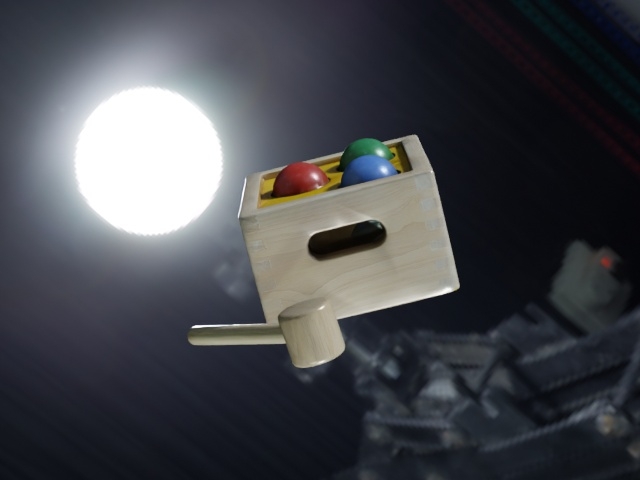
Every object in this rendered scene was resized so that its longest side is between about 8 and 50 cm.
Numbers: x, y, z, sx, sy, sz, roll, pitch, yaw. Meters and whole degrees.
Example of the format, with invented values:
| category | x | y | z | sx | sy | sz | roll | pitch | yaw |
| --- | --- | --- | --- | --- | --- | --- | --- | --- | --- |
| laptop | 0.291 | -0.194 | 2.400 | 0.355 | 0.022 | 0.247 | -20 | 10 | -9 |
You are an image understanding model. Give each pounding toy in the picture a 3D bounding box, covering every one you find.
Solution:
| category | x | y | z | sx | sy | sz | roll | pitch | yaw |
| --- | --- | --- | --- | --- | --- | --- | --- | --- | --- |
| pounding toy | -0.009 | 0.004 | 0.831 | 0.181 | 0.094 | 0.206 | -13 | -165 | 3 |
